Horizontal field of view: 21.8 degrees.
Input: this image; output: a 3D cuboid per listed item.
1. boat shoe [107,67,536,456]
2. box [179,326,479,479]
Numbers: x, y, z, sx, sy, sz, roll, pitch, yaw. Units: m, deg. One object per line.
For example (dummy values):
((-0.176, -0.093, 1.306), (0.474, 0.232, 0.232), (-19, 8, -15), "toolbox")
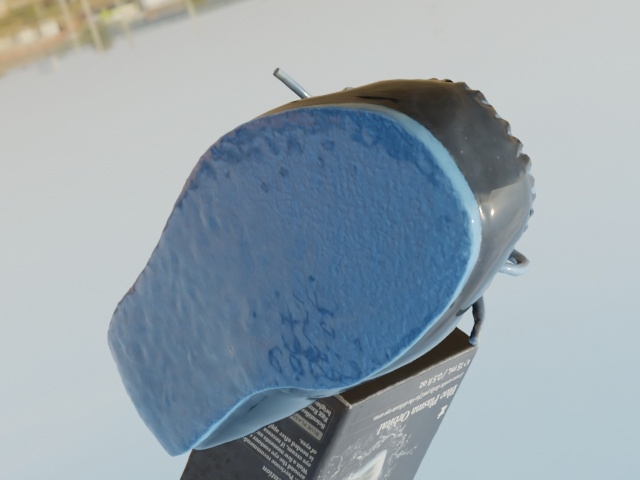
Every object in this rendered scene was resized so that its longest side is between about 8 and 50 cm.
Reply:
((0.000, 0.000, 0.571), (0.089, 0.109, 0.258), (-24, 179, -30), "boat shoe")
((0.003, 0.121, 1.084), (0.093, 0.158, 0.156), (37, -150, 24), "box")
